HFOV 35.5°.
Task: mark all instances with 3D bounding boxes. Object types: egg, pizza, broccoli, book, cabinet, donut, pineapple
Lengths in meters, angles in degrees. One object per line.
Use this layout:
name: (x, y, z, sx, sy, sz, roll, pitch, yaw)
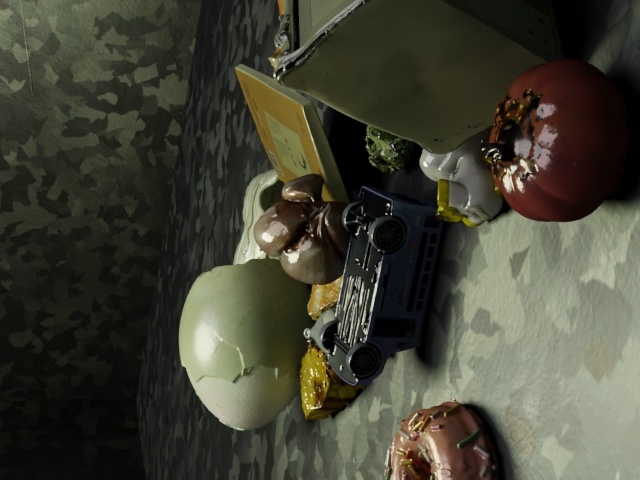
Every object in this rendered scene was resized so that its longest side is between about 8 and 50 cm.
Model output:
egg: (-0.142, 0.207, 1.989, 0.278, 0.278, 0.336, 149, 120, -68)
pizza: (0.057, 0.069, 1.767, 0.199, 0.062, 0.188, 17, 87, 63)
broccoli: (0.109, -0.151, 1.613, 0.095, 0.092, 0.097, -44, 25, 34)
book: (-0.050, -0.176, 1.860, 0.389, 0.032, 0.269, 42, 156, 60)
cabinet: (0.113, -0.325, 1.243, 0.227, 0.290, 0.318, -33, 50, 43)
donut: (0.161, 0.317, 1.348, 0.233, 0.085, 0.199, -145, 62, -68)
pineapple: (0.012, 0.238, 1.828, 0.233, 0.080, 0.135, 129, 144, -59)

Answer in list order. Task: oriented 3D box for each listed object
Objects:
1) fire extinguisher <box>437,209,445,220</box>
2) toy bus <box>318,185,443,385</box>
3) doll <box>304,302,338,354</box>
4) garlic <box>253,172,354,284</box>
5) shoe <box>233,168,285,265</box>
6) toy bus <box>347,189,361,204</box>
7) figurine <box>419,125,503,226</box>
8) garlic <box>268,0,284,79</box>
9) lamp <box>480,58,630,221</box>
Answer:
fire extinguisher: (0.195, -0.041, 1.428, 0.028, 0.022, 0.083, -57, 15, -10)
toy bus: (0.096, 0.073, 1.527, 0.125, 0.133, 0.292, -147, 65, -64)
doll: (0.046, 0.157, 1.706, 0.227, 0.075, 0.102, -4, 81, 49)
garlic: (0.000, 0.000, 1.636, 0.160, 0.214, 0.191, -44, 6, 7)
shoe: (-0.104, -0.004, 2.153, 0.210, 0.132, 0.342, 142, 133, -70)
toy bus: (0.055, -0.053, 1.837, 0.130, 0.037, 0.052, 134, 133, -61)
figurine: (0.200, -0.107, 1.346, 0.130, 0.109, 0.178, -39, 43, 31)
garlic: (0.014, -0.422, 1.771, 0.286, 0.249, 0.313, -69, -8, -82)
lamp: (0.250, -0.109, 1.088, 0.182, 0.140, 0.182, -173, 90, -68)
